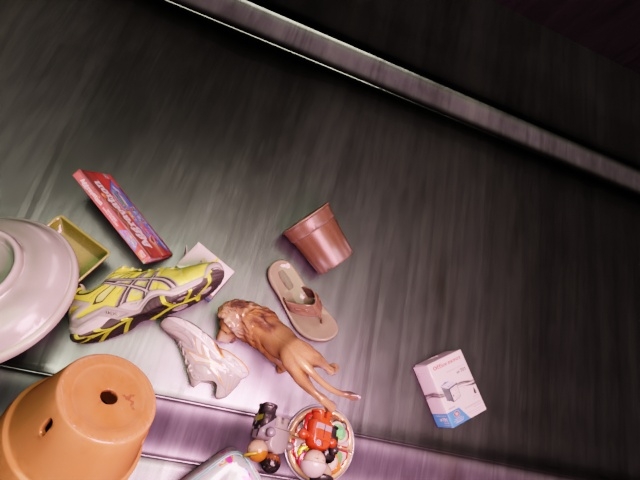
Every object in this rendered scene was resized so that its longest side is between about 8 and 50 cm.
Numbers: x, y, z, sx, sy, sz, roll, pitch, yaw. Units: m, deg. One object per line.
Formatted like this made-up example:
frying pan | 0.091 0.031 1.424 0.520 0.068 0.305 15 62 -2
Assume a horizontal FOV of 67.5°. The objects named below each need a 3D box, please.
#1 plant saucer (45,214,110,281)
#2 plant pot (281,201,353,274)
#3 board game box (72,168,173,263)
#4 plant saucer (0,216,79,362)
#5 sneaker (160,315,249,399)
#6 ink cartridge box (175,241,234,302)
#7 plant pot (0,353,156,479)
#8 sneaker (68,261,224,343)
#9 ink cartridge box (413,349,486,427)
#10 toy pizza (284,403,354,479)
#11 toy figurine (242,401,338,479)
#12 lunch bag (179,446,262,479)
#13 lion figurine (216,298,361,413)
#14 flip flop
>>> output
plant saucer | -0.641 0.054 1.167 0.189 0.045 0.188 33 61 15
plant pot | 0.000 0.000 1.409 0.167 0.167 0.165 -36 96 -28
board game box | -0.502 -0.062 1.237 0.027 0.145 0.281 -39 89 7
plant saucer | -0.747 0.082 1.031 0.401 0.100 0.400 4 53 -6
sneaker | -0.311 0.298 1.210 0.262 0.099 0.121 39 67 -4
ink cartridge box | -0.320 0.080 1.283 0.143 0.092 0.090 40 63 -3
plant pot | -0.477 0.370 0.981 0.291 0.203 0.290 34 25 -18
sneaker | -0.425 0.116 1.156 0.385 0.145 0.147 -20 73 -8
ink cartridge box | 0.387 0.443 1.441 0.140 0.082 0.190 -17 80 -26
toy pizza | 0.002 0.543 1.280 0.202 0.032 0.201 7 69 -19
toy figurine | -0.063 0.493 1.148 0.210 0.213 0.148 5 57 11
lunch bag | -0.217 0.655 1.111 0.224 0.108 0.279 -28 84 -27
lion figurine | -0.089 0.268 1.191 0.142 0.393 0.240 -53 130 -23
flip flop | -0.050 0.170 1.364 0.112 0.080 0.277 -31 85 -28
